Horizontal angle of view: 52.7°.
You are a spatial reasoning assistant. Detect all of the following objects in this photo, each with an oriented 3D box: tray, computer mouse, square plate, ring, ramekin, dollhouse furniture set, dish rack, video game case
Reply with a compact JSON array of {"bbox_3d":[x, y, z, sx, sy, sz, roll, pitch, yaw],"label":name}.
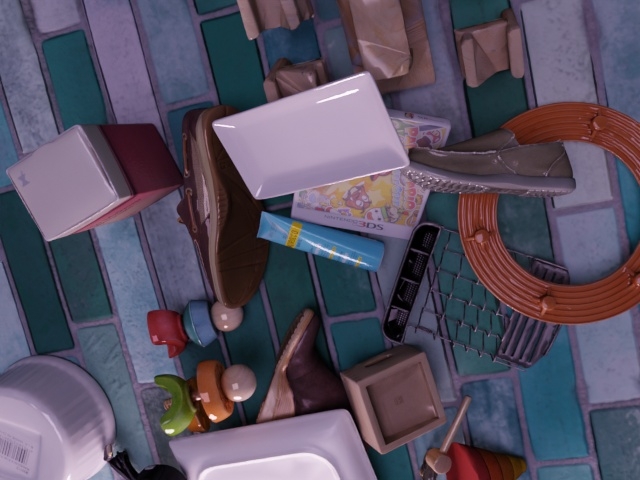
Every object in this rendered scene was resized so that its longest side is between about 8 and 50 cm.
[{"bbox_3d":[-0.016,-0.145,0.920,0.271,0.030,0.145,-10,124,32],"label":"tray"},{"bbox_3d":[-0.315,0.425,1.186,0.184,0.060,0.262,43,150,1],"label":"computer mouse"},{"bbox_3d":[-0.059,0.471,1.154,0.348,0.049,0.343,-15,111,18],"label":"square plate"},{"bbox_3d":[0.375,-0.042,0.964,0.337,0.032,0.336,0,90,4],"label":"ring"},{"bbox_3d":[-0.551,0.373,1.241,0.277,0.135,0.277,2,102,12],"label":"ramekin"},{"bbox_3d":[0.075,-0.416,0.935,0.362,0.256,0.394,-9,120,15],"label":"dollhouse furniture set"},{"bbox_3d":[0.254,0.096,1.038,0.272,0.074,0.208,19,106,8],"label":"dish rack"},{"bbox_3d":[0.068,-0.103,0.989,0.207,0.026,0.226,10,133,-2],"label":"video game case"}]

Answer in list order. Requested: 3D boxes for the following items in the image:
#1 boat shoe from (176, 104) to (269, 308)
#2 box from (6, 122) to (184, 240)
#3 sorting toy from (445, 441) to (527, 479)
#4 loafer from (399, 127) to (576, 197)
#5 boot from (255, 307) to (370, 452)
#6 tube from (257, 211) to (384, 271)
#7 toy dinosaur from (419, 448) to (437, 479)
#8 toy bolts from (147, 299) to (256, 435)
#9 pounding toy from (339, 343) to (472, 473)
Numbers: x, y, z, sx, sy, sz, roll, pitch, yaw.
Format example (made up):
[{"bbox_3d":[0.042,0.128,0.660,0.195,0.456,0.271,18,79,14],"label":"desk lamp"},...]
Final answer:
[{"bbox_3d":[-0.177,-0.055,1.094,0.123,0.123,0.341,9,113,41],"label":"boat shoe"},{"bbox_3d":[-0.351,-0.102,1.047,0.149,0.232,0.126,-27,94,17],"label":"box"},{"bbox_3d":[0.296,0.509,1.118,0.126,0.127,0.365,-7,104,-16],"label":"sorting toy"},{"bbox_3d":[0.235,-0.113,0.918,0.251,0.094,0.087,4,85,-7],"label":"loafer"},{"bbox_3d":[0.017,0.254,1.133,0.207,0.090,0.248,18,104,-4],"label":"boot"},{"bbox_3d":[0.000,0.000,1.062,0.207,0.052,0.080,15,143,-4],"label":"tube"},{"bbox_3d":[0.195,0.505,1.114,0.118,0.064,0.268,-42,60,55],"label":"toy dinosaur"},{"bbox_3d":[-0.189,0.215,1.135,0.159,0.218,0.228,-18,65,2],"label":"toy bolts"},{"bbox_3d":[0.155,0.286,1.086,0.181,0.094,0.205,-21,98,-17],"label":"pounding toy"}]
